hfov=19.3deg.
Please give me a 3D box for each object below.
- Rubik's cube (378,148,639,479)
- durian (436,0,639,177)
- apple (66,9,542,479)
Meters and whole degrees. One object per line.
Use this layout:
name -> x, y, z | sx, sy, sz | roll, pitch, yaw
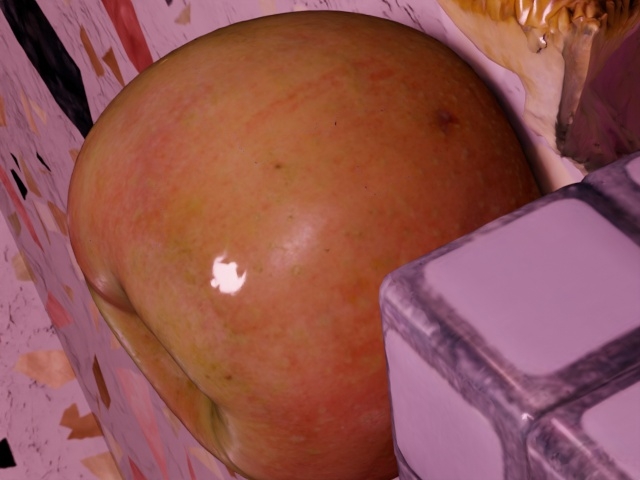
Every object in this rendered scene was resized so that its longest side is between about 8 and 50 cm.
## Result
Rubik's cube -> 0.229, 0.137, 0.746 | 0.304, 0.301, 0.305 | 45, 151, 44
durian -> 0.088, -0.124, 0.829 | 0.196, 0.185, 0.305 | 30, -170, 23
apple -> 0.000, 0.000, 1.214 | 0.319, 0.277, 0.319 | 49, 163, 20
